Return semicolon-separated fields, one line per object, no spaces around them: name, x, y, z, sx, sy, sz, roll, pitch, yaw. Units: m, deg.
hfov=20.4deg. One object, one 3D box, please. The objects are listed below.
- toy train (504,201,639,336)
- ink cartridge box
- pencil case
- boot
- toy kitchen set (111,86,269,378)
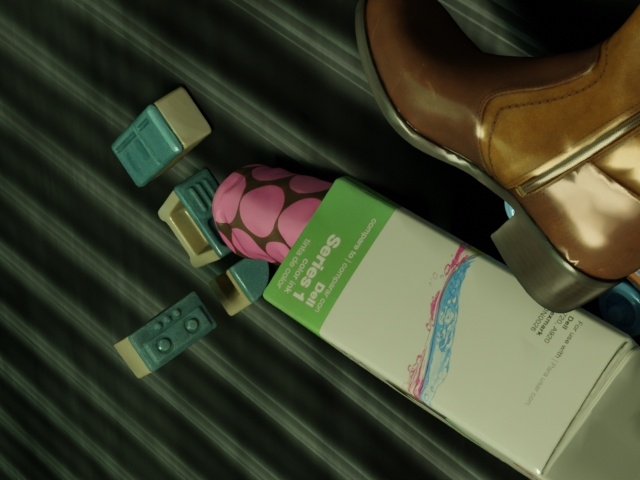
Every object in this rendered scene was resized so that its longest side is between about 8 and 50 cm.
toy train;0.207;-0.017;1.227;0.184;0.080;0.105;48;141;17
ink cartridge box;0.126;0.088;1.323;0.278;0.117;0.201;31;176;36
pencil case;0.000;0.000;1.534;0.209;0.095;0.098;24;154;46
boot;0.170;-0.123;1.105;0.280;0.096;0.264;-44;69;42
toy kitchen set;-0.153;-0.004;1.669;0.207;0.166;0.122;55;151;0
